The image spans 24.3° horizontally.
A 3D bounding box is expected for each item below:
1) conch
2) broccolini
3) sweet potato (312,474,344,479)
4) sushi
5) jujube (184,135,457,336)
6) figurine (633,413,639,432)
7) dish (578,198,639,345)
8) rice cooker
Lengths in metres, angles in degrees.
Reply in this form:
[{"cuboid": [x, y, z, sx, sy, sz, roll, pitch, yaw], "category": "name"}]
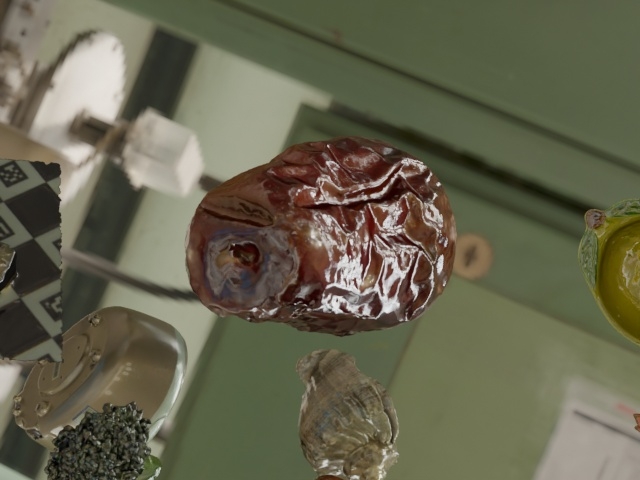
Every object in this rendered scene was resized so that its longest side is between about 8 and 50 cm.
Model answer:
[{"cuboid": [0.036, 0.224, 1.903, 0.155, 0.207, 0.130, -39, 148, 26], "category": "conch"}, {"cuboid": [-0.157, 0.163, 1.089, 0.202, 0.068, 0.091, 106, 3, -77], "category": "broccolini"}, {"cuboid": [0.051, 0.353, 1.787, 0.050, 0.214, 0.050, -21, 134, -24], "category": "sweet potato"}, {"cuboid": [-0.332, -0.006, 1.263, 0.047, 0.231, 0.219, 115, -27, -49], "category": "sushi"}, {"cuboid": [0.000, 0.000, 1.471, 0.342, 0.216, 0.216, -14, 127, -58], "category": "jujube"}, {"cuboid": [0.345, 0.229, 1.382, 0.111, 0.102, 0.195, 47, 33, -43], "category": "figurine"}, {"cuboid": [0.367, 0.036, 1.625, 0.149, 0.208, 0.080, -46, 178, 7], "category": "dish"}, {"cuboid": [-0.233, 0.159, 1.581, 0.206, 0.127, 0.145, -37, -144, 22], "category": "rice cooker"}]
